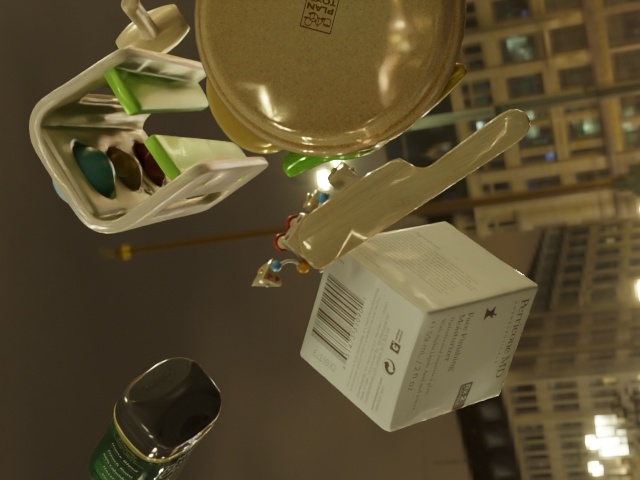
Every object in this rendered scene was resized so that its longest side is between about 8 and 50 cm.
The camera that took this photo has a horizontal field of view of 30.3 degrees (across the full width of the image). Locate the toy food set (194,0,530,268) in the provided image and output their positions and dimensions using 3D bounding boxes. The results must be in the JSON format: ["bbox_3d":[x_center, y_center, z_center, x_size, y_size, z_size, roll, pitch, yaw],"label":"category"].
[{"bbox_3d":[0.001,-0.098,0.528,0.192,0.132,0.038,60,-164,3],"label":"toy food set"}]

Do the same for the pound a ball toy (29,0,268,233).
[{"bbox_3d":[-0.174,-0.117,1.103,0.208,0.135,0.319,57,-170,0],"label":"pound a ball toy"}]

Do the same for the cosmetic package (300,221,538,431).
[{"bbox_3d":[0.106,0.087,1.281,0.183,0.151,0.151,-10,-54,-40],"label":"cosmetic package"}]

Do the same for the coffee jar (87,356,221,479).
[{"bbox_3d":[-0.159,0.185,1.131,0.096,0.184,0.079,-34,-104,-34],"label":"coffee jar"}]

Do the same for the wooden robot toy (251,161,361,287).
[{"bbox_3d":[0.000,0.000,1.333,0.079,0.173,0.076,37,173,-13],"label":"wooden robot toy"}]
